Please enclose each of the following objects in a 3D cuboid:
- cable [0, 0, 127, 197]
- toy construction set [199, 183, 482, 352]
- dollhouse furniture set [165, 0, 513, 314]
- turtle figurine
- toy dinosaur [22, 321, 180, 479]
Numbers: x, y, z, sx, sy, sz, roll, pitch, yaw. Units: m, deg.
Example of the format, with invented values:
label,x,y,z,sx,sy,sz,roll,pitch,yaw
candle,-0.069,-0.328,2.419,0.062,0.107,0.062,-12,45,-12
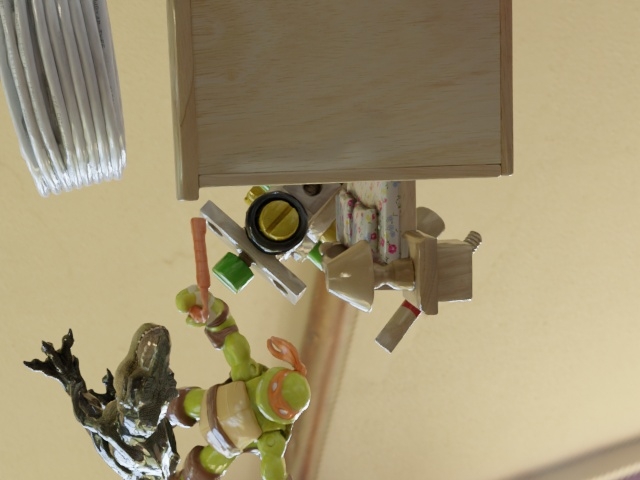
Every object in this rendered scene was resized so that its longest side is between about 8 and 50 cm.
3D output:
label,x,y,z,sx,sy,sz,roll,pitch,yaw
cable,-0.217,-0.166,0.863,0.089,0.257,0.257,-10,-27,-12
toy construction set,0.000,0.000,1.064,0.309,0.257,0.237,48,-114,-21
dollhouse furniture set,-0.014,-0.118,0.683,0.173,0.355,0.303,-2,-82,-9
turtle figurine,-0.074,0.127,0.820,0.087,0.270,0.217,-20,-7,-44
toy dinosaur,-0.124,0.121,0.674,0.064,0.118,0.268,-34,-29,-21
